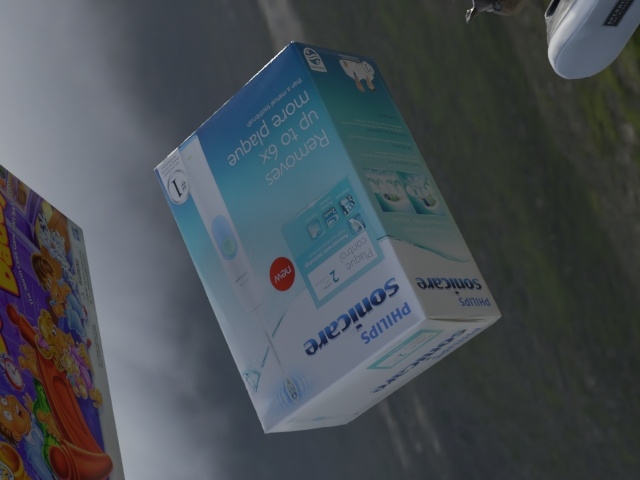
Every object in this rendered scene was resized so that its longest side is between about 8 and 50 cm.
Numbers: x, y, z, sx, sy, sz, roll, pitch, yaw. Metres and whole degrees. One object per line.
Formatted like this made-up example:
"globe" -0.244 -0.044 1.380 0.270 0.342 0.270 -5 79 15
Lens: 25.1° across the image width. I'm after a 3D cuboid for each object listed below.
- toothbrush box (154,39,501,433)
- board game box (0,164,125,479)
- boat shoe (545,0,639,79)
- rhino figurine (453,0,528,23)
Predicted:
"toothbrush box" 0.000 0.000 1.337 0.126 0.216 0.295 1 -122 -50
"board game box" -0.260 0.102 1.166 0.233 0.078 0.347 46 -155 -58
"boat shoe" 0.250 -0.230 1.169 0.228 0.080 0.076 119 147 -49
"rhino figurine" 0.225 -0.325 1.718 0.243 0.073 0.106 -35 -70 -45
